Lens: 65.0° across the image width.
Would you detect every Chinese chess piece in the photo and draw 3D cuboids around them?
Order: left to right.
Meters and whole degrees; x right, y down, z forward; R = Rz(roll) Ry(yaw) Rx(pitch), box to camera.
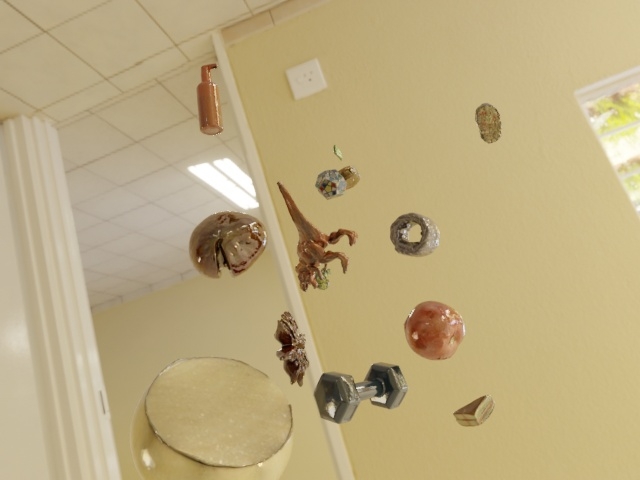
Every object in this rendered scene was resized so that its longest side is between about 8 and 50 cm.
[{"bbox_3d":[-0.220,0.391,1.053,0.338,0.338,0.141,-2,120,-45],"label":"Chinese chess piece"}]

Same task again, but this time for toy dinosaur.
[{"bbox_3d":[0.000,0.000,1.465,0.208,0.097,0.432,7,132,12],"label":"toy dinosaur"}]

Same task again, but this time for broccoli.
[{"bbox_3d":[0.010,0.149,1.952,0.092,0.097,0.095,-34,-167,-9],"label":"broccoli"}]

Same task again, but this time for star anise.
[{"bbox_3d":[-0.096,0.359,1.712,0.088,0.288,0.288,-18,165,10],"label":"star anise"}]

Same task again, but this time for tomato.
[{"bbox_3d":[0.394,0.314,1.764,0.208,0.208,0.184,-4,-159,-42],"label":"tomato"}]

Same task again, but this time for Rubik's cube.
[{"bbox_3d":[0.036,-0.194,1.747,0.111,0.111,0.093,-13,145,-19],"label":"Rubik's cube"}]

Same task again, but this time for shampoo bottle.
[{"bbox_3d":[-0.386,-0.491,1.741,0.085,0.244,0.085,-6,171,-1],"label":"shampoo bottle"}]

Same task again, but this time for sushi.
[{"bbox_3d":[0.648,-0.453,1.937,0.090,0.150,0.078,-13,-158,18],"label":"sushi"}]

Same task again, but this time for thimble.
[{"bbox_3d":[0.309,-0.016,1.645,0.150,0.150,0.097,-27,158,31],"label":"thimble"}]

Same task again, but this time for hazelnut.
[{"bbox_3d":[-0.288,0.006,1.564,0.251,0.217,0.217,-18,165,-11],"label":"hazelnut"}]

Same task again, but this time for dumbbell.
[{"bbox_3d":[0.131,0.476,1.590,0.316,0.156,0.143,4,146,-44],"label":"dumbbell"}]

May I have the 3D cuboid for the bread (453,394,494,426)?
[{"bbox_3d":[0.386,0.431,1.248,0.109,0.043,0.062,-35,-177,11],"label":"bread"}]

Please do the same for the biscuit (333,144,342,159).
[{"bbox_3d":[0.076,-0.385,2.205,0.016,0.046,0.089,-12,164,21],"label":"biscuit"}]

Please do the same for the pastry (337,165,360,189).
[{"bbox_3d":[0.097,-0.230,1.860,0.109,0.057,0.097,-10,156,-47],"label":"pastry"}]
